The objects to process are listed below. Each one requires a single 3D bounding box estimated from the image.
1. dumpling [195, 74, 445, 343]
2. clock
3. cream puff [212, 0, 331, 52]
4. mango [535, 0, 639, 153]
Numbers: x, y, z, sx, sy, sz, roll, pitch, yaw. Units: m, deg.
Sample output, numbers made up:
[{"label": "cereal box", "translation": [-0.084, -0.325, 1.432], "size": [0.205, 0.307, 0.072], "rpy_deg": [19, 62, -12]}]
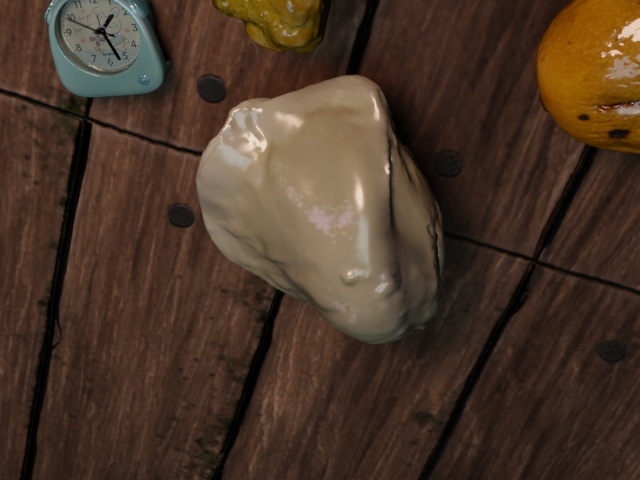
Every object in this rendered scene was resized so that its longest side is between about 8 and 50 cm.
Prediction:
[{"label": "dumpling", "translation": [0.000, 0.000, 1.107], "size": [0.243, 0.187, 0.318], "rpy_deg": [-3, 129, 9]}, {"label": "clock", "translation": [-0.208, -0.210, 1.082], "size": [0.108, 0.045, 0.147], "rpy_deg": [-2, 125, 11]}, {"label": "cream puff", "translation": [-0.045, -0.233, 0.977], "size": [0.116, 0.146, 0.146], "rpy_deg": [10, 128, 5]}, {"label": "mango", "translation": [0.332, -0.158, 0.967], "size": [0.295, 0.120, 0.177], "rpy_deg": [-8, 125, 16]}]
